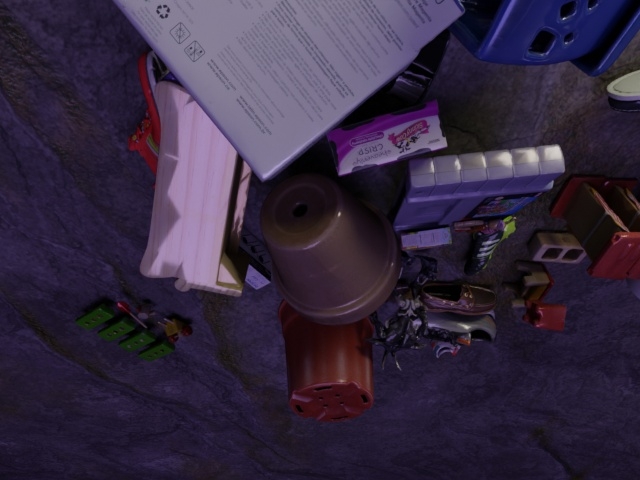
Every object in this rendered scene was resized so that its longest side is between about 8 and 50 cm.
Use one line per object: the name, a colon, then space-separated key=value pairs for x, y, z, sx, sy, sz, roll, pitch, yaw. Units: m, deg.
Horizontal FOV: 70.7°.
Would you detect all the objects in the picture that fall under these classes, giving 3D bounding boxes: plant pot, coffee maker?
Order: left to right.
plant pot: x=0.000 y=0.000 z=0.826 sx=0.263 sy=0.263 sz=0.229 roll=-17 pitch=150 yaw=14
plant pot: x=0.022 y=0.294 z=1.151 sx=0.273 sy=0.265 sz=0.272 roll=-1 pitch=135 yaw=-1
coffee maker: x=0.094 y=-0.305 z=0.667 sx=0.178 sy=0.120 sz=0.171 roll=13 pitch=132 yaw=-16
plant pot: x=0.295 y=-0.353 z=0.555 sx=0.212 sy=0.236 sz=0.236 roll=7 pitch=133 yaw=-16

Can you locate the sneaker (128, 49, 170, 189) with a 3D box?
sneaker: x=-0.282 y=-0.186 z=0.784 sx=0.118 sy=0.107 sz=0.279 roll=6 pitch=132 yaw=6

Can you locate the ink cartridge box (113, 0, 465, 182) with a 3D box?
ink cartridge box: x=-0.049 y=-0.302 z=0.575 sx=0.330 sy=0.071 sz=0.324 roll=-38 pitch=96 yaw=6

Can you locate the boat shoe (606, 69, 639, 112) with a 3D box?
boat shoe: x=0.634 y=-0.245 z=0.752 sx=0.303 sy=0.114 sz=0.091 roll=-8 pitch=129 yaw=7

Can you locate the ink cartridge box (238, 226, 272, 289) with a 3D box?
ink cartridge box: x=-0.186 y=0.011 z=0.980 sx=0.046 sy=0.097 sz=0.207 roll=-28 pitch=129 yaw=21

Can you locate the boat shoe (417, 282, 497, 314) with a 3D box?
boat shoe: x=0.352 y=0.145 z=1.152 sx=0.207 sy=0.073 sz=0.073 roll=-2 pitch=136 yaw=-1

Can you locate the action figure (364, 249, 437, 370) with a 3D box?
action figure: x=0.188 y=0.161 z=1.074 sx=0.164 sy=0.141 sz=0.275 roll=12 pitch=101 yaw=-12

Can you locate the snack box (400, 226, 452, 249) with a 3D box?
snack box: x=0.228 y=-0.001 z=0.965 sx=0.100 sy=0.037 sz=0.141 roll=-7 pitch=176 yaw=15

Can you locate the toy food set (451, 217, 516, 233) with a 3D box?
toy food set: x=0.319 y=-0.025 z=0.896 sx=0.122 sy=0.019 sz=0.078 roll=-5 pitch=170 yaw=4

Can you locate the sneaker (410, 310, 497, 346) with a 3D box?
sneaker: x=0.341 y=0.234 z=1.217 sx=0.272 sy=0.108 sz=0.100 roll=-5 pitch=136 yaw=4

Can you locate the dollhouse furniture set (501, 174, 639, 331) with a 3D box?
dollhouse furniture set: x=0.571 y=0.060 z=0.988 sx=0.152 sy=0.201 sz=0.374 roll=4 pitch=134 yaw=-6

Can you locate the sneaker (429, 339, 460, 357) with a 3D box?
sneaker: x=0.395 y=0.290 z=1.295 sx=0.161 sy=0.075 sz=0.057 roll=-23 pitch=131 yaw=20

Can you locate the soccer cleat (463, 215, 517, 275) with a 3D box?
soccer cleat: x=0.371 y=0.007 z=1.034 sx=0.072 sy=0.060 sz=0.179 roll=21 pitch=124 yaw=-9

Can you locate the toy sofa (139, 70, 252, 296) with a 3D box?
toy sofa: x=-0.183 y=-0.098 z=0.763 sx=0.177 sy=0.150 sz=0.362 roll=11 pitch=114 yaw=-7

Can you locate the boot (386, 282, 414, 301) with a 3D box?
boot: x=0.197 y=0.147 z=1.175 sx=0.087 sy=0.042 sz=0.118 roll=-14 pitch=131 yaw=18

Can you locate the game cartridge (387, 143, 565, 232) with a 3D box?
game cartridge: x=0.251 y=-0.073 z=0.813 sx=0.230 sy=0.068 sz=0.355 roll=-1 pitch=170 yaw=4

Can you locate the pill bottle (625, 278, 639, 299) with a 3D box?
pill bottle: x=0.783 y=-0.022 z=0.911 sx=0.210 sy=0.210 sz=0.363 roll=-4 pitch=135 yaw=2

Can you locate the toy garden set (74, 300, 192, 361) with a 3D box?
toy garden set: x=-0.488 y=0.227 z=1.219 sx=0.204 sy=0.049 sz=0.244 roll=-27 pitch=129 yaw=24

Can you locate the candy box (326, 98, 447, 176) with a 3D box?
candy box: x=0.107 y=-0.163 z=0.730 sx=0.159 sy=0.233 sz=0.071 roll=-14 pitch=101 yaw=12
